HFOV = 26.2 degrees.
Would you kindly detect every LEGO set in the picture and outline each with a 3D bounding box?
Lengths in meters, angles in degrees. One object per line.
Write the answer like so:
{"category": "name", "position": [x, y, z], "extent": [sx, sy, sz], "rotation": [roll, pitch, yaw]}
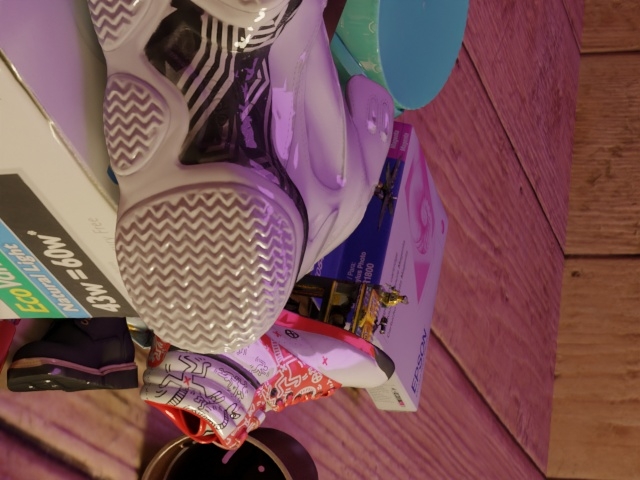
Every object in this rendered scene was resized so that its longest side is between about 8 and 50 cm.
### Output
{"category": "LEGO set", "position": [0.000, 0.000, 1.478], "extent": [0.255, 0.192, 0.331], "rotation": [65, 37, -57]}

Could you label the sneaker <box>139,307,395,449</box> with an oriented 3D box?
{"category": "sneaker", "position": [-0.052, 0.136, 1.309], "extent": [0.270, 0.090, 0.145], "rotation": [26, 73, -36]}

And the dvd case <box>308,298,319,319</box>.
{"category": "dvd case", "position": [0.042, 0.044, 1.864], "extent": [0.179, 0.029, 0.239], "rotation": [59, 37, -53]}

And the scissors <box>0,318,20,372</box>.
{"category": "scissors", "position": [-0.257, 0.078, 1.105], "extent": [0.297, 0.021, 0.109], "rotation": [-86, -163, -58]}

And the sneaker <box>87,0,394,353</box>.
{"category": "sneaker", "position": [-0.045, -0.126, 0.894], "extent": [0.210, 0.137, 0.366], "rotation": [-33, 126, -65]}

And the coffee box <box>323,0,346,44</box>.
{"category": "coffee box", "position": [-0.104, -0.152, 1.259], "extent": [0.168, 0.119, 0.297], "rotation": [40, 61, -43]}

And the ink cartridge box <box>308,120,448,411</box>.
{"category": "ink cartridge box", "position": [0.090, 0.016, 1.855], "extent": [0.330, 0.071, 0.324], "rotation": [62, 34, -53]}

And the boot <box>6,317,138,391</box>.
{"category": "boot", "position": [-0.214, 0.060, 1.170], "extent": [0.198, 0.076, 0.137], "rotation": [37, 50, -80]}

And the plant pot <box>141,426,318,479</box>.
{"category": "plant pot", "position": [-0.078, 0.262, 1.392], "extent": [0.165, 0.167, 0.167], "rotation": [0, 89, -75]}

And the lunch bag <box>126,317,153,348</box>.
{"category": "lunch bag", "position": [-0.164, 0.056, 1.308], "extent": [0.071, 0.053, 0.083], "rotation": [-42, 119, -65]}

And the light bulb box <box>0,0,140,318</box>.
{"category": "light bulb box", "position": [-0.204, -0.181, 0.972], "extent": [0.358, 0.225, 0.361], "rotation": [59, 35, -52]}

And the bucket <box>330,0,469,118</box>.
{"category": "bucket", "position": [0.042, -0.278, 1.588], "extent": [0.281, 0.183, 0.281], "rotation": [-30, 126, -53]}
